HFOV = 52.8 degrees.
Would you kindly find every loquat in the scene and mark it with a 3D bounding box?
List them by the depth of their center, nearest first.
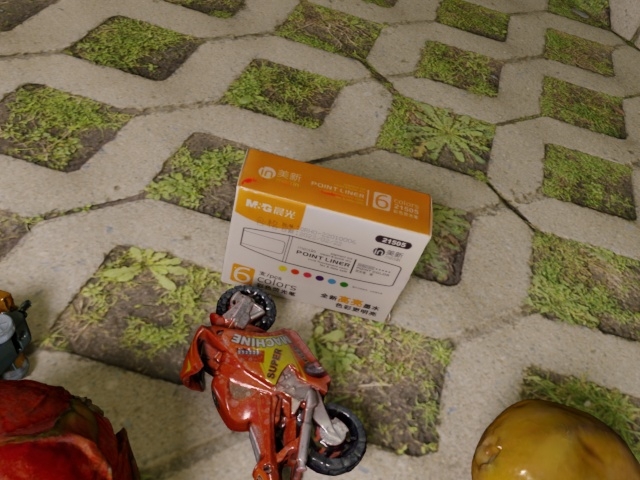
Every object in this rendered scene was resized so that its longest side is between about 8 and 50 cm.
[{"bbox_3d":[0.282,0.292,0.770,0.234,0.176,0.187,23,83,-21],"label":"loquat"}]

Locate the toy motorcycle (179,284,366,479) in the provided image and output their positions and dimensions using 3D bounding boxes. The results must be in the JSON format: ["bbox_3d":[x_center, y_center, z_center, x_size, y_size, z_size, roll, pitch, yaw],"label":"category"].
[{"bbox_3d":[-0.073,0.185,0.817,0.171,0.089,0.298,-20,56,-31],"label":"toy motorcycle"}]

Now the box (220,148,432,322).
[{"bbox_3d":[0.000,0.000,0.934,0.274,0.220,0.091,13,48,-2],"label":"box"}]

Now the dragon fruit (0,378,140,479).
[{"bbox_3d":[-0.292,0.264,0.536,0.278,0.277,0.342,14,54,-4],"label":"dragon fruit"}]

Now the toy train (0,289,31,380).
[{"bbox_3d":[-0.428,0.141,0.749,0.127,0.089,0.219,15,43,11],"label":"toy train"}]
